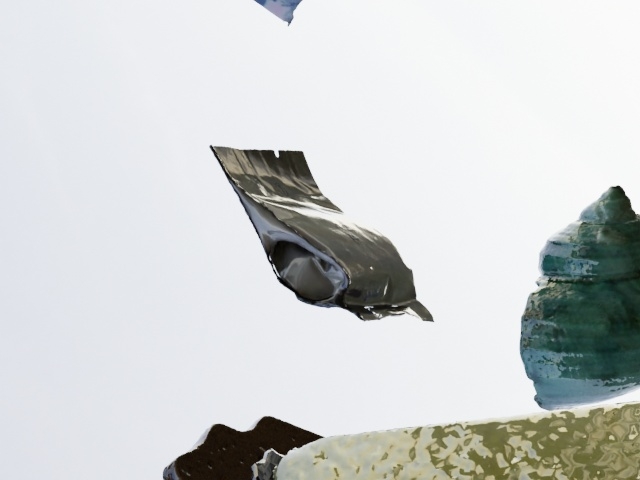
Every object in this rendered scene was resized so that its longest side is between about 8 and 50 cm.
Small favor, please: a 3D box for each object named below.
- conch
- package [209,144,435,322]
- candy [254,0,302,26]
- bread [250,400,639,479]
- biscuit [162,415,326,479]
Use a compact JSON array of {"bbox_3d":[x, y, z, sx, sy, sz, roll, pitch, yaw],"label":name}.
[{"bbox_3d":[0.280,0.054,1.476,0.196,0.134,0.202,3,-110,-49],"label":"conch"},{"bbox_3d":[0.000,0.000,1.587,0.251,0.062,0.204,50,-161,19],"label":"package"},{"bbox_3d":[-0.013,-0.261,1.265,0.092,0.160,0.073,39,-131,-13],"label":"candy"},{"bbox_3d":[0.149,0.276,0.936,0.242,0.405,0.345,63,-155,-22],"label":"bread"},{"bbox_3d":[-0.047,0.224,1.169,0.215,0.034,0.182,1,-125,-44],"label":"biscuit"}]
